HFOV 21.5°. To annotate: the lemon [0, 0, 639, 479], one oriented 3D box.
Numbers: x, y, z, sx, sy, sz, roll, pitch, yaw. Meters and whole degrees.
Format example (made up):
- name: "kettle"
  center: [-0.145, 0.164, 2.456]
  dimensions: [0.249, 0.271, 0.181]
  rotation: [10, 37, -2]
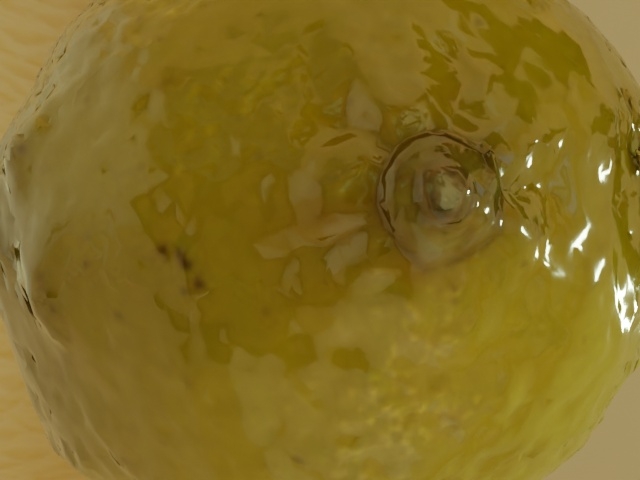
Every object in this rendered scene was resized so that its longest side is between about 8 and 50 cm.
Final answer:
- name: "lemon"
  center: [0.000, 0.000, 0.665]
  dimensions: [0.268, 0.322, 0.268]
  rotation: [-1, -82, -7]
